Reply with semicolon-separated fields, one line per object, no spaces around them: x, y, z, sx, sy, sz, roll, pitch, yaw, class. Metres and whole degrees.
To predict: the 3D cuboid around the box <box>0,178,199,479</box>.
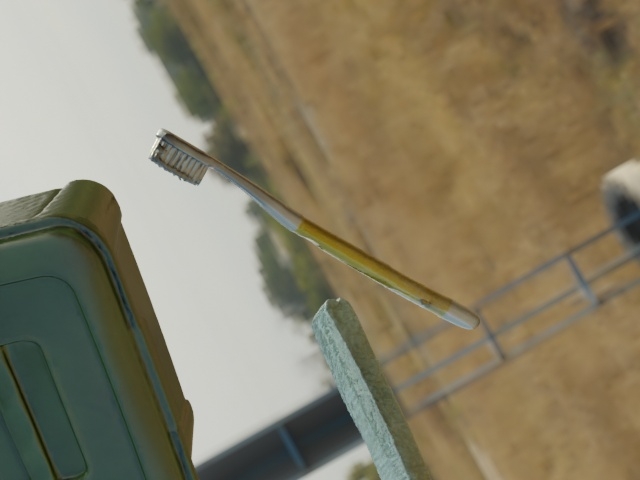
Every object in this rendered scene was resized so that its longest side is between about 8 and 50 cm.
-0.249;0.113;1.686;0.178;0.253;0.328;-79;-25;-63;box

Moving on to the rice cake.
0.036;0.117;1.388;0.029;0.033;0.170;0;-129;-38;rice cake

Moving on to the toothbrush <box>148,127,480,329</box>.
0.000;0.000;1.335;0.288;0.024;0.021;30;174;-25;toothbrush
